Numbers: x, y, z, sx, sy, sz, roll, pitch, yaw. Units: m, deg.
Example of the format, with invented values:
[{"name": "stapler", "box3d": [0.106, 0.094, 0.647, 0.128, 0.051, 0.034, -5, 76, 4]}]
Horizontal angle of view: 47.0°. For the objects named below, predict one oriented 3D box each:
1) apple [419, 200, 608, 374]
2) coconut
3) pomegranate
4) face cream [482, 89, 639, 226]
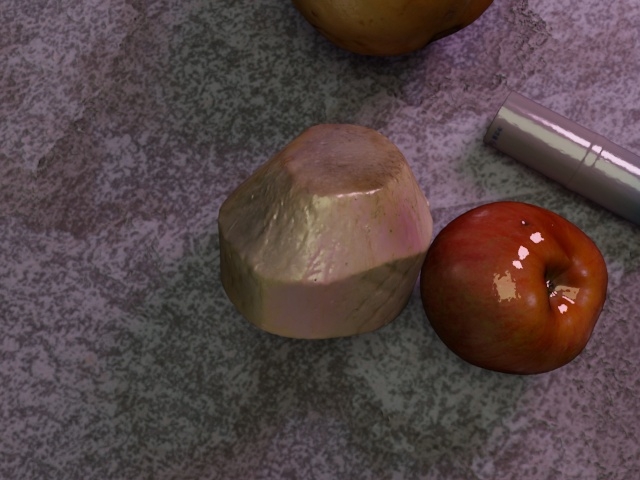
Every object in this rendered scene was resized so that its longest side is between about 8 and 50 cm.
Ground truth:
[{"name": "apple", "box3d": [0.222, 0.056, 0.837, 0.210, 0.164, 0.209, 6, 79, -30]}, {"name": "coconut", "box3d": [0.000, 0.000, 0.853, 0.259, 0.259, 0.259, -1, 79, 4]}, {"name": "pomegranate", "box3d": [0.088, -0.366, 0.896, 0.308, 0.307, 0.307, -1, 79, 4]}, {"name": "face cream", "box3d": [0.331, -0.096, 0.917, 0.250, 0.077, 0.077, 32, 83, 10]}]
